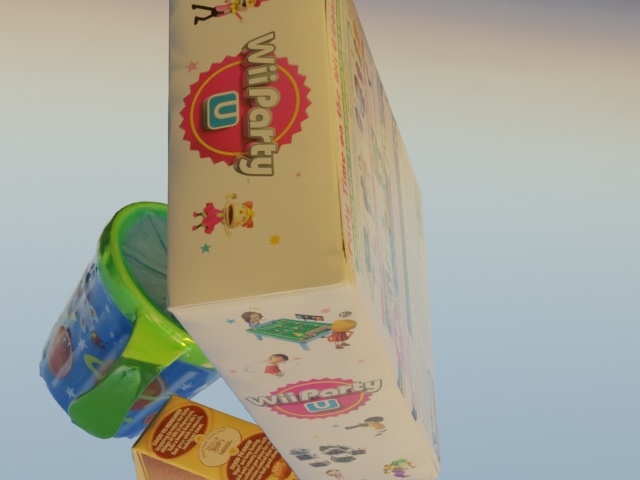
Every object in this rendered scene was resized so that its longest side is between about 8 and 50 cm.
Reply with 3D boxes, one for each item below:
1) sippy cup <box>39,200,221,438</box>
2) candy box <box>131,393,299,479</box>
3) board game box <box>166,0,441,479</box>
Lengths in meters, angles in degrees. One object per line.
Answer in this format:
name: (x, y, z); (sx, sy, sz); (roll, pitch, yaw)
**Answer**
sippy cup: (-0.210, 0.110, 1.552); (0.305, 0.224, 0.240); (-2, -128, -54)
candy box: (-0.020, 0.282, 1.247); (0.317, 0.182, 0.087); (18, -138, 20)
board game box: (0.000, 0.000, 0.794); (0.098, 0.224, 0.303); (-8, 150, 10)
